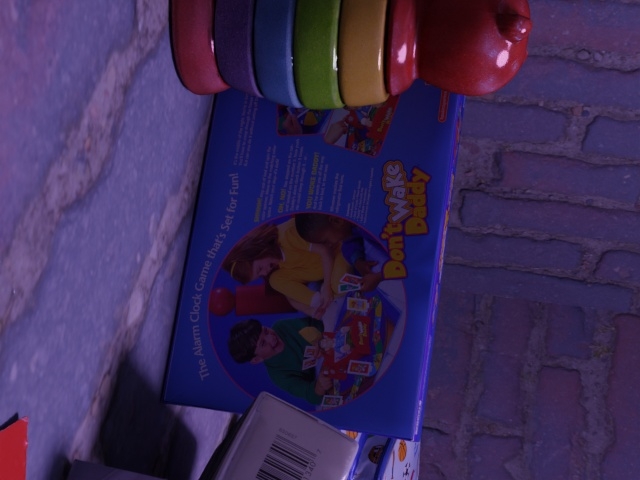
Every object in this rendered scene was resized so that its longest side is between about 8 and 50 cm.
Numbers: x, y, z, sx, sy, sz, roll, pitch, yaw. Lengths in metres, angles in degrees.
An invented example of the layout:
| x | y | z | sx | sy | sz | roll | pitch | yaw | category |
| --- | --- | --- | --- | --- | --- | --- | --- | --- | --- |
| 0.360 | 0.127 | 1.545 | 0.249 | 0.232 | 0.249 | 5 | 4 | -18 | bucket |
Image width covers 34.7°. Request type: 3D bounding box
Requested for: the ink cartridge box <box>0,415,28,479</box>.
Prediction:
| x | y | z | sx | sy | sz | roll | pitch | yaw | category |
| --- | --- | --- | --- | --- | --- | --- | --- | --- | --- |
| -0.196 | 0.199 | 0.582 | 0.179 | 0.045 | 0.145 | -36 | 133 | -72 | ink cartridge box |

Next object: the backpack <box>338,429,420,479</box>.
| x | y | z | sx | sy | sz | roll | pitch | yaw | category |
| --- | --- | --- | --- | --- | --- | --- | --- | --- | --- |
| 0.022 | 0.301 | 1.403 | 0.276 | 0.213 | 0.263 | -61 | 145 | -56 | backpack |

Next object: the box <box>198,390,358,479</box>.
| x | y | z | sx | sy | sz | roll | pitch | yaw | category |
| --- | --- | --- | --- | --- | --- | --- | --- | --- | --- |
| -0.058 | 0.227 | 0.910 | 0.113 | 0.094 | 0.275 | -62 | -177 | -25 | box |

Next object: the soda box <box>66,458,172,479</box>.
| x | y | z | sx | sy | sz | roll | pitch | yaw | category |
| --- | --- | --- | --- | --- | --- | --- | --- | --- | --- |
| -0.134 | 0.284 | 0.813 | 0.286 | 0.098 | 0.091 | 83 | 19 | -51 | soda box |

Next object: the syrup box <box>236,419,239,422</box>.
| x | y | z | sx | sy | sz | roll | pitch | yaw | category |
| --- | --- | --- | --- | --- | --- | --- | --- | --- | --- |
| -0.062 | 0.330 | 1.223 | 0.093 | 0.096 | 0.236 | -70 | 163 | -50 | syrup box |

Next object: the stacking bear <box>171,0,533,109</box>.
| x | y | z | sx | sy | sz | roll | pitch | yaw | category |
| --- | --- | --- | --- | --- | --- | --- | --- | --- | --- |
| 0.035 | -0.190 | 0.877 | 0.175 | 0.289 | 0.164 | 57 | 41 | -74 | stacking bear |

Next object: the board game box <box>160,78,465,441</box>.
| x | y | z | sx | sy | sz | roll | pitch | yaw | category |
| --- | --- | --- | --- | --- | --- | --- | --- | --- | --- |
| 0.000 | 0.000 | 0.972 | 0.078 | 0.233 | 0.347 | 51 | 47 | -75 | board game box |
